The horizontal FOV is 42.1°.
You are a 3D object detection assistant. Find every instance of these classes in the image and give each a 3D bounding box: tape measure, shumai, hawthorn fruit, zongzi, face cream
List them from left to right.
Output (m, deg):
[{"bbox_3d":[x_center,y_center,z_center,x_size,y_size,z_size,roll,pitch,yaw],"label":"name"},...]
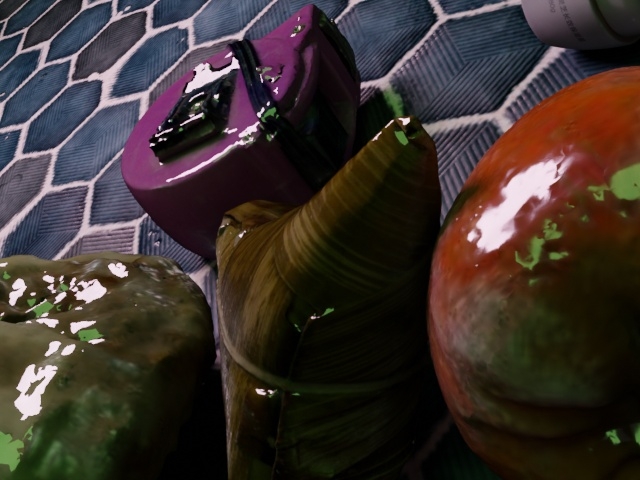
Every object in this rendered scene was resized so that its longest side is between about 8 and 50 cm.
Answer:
[{"bbox_3d":[-0.293,0.102,0.600,0.324,0.323,0.397,-43,19,26],"label":"shumai"},{"bbox_3d":[-0.080,-0.107,0.829,0.231,0.149,0.245,-21,40,20],"label":"tape measure"},{"bbox_3d":[0.000,0.000,0.556,0.134,0.288,0.286,0,34,-14],"label":"zongzi"},{"bbox_3d":[0.239,-0.222,0.713,0.104,0.117,0.117,-3,49,48],"label":"face cream"},{"bbox_3d":[0.160,0.020,0.423,0.231,0.235,0.263,-28,43,0],"label":"hawthorn fruit"}]
